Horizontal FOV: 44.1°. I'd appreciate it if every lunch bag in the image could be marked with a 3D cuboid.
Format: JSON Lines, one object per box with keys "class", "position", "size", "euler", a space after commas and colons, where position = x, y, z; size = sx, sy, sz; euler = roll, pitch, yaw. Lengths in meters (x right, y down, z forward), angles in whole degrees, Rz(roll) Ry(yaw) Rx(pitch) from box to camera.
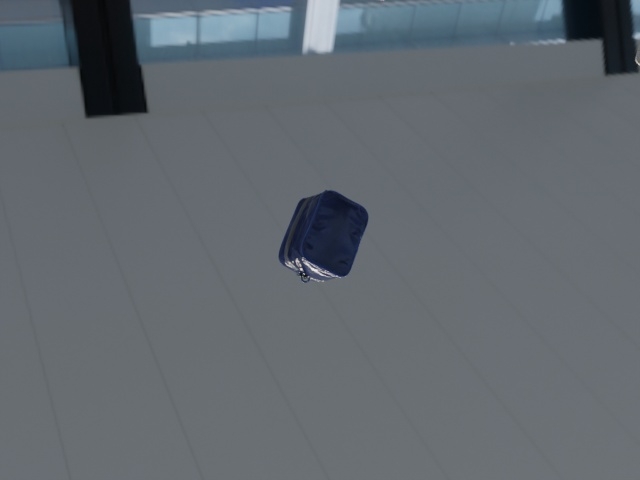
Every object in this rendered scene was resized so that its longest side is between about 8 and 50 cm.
{"class": "lunch bag", "position": [0.000, 0.000, 0.856], "size": [0.067, 0.065, 0.098], "euler": [30, -110, -22]}

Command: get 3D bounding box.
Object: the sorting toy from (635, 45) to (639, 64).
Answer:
{"class": "sorting toy", "position": [0.457, -0.254, 1.041], "size": [0.083, 0.075, 0.045], "euler": [37, -178, 13]}
